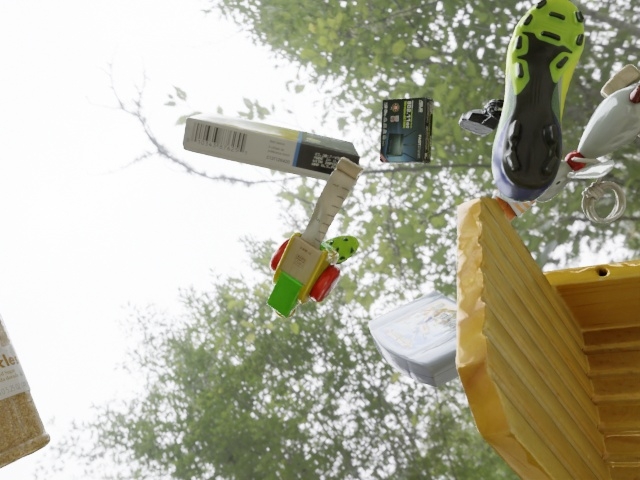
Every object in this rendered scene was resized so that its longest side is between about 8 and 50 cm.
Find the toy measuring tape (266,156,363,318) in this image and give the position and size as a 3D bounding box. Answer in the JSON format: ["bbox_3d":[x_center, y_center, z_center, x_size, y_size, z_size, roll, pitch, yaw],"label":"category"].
[{"bbox_3d":[0.000,0.000,0.983,0.122,0.121,0.330,2,-51,-35],"label":"toy measuring tape"}]

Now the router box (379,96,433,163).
[{"bbox_3d":[0.162,-0.205,1.132,0.038,0.092,0.122,-5,-83,-57],"label":"router box"}]

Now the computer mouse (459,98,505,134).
[{"bbox_3d":[0.318,-0.243,1.144,0.071,0.242,0.041,20,-89,0],"label":"computer mouse"}]

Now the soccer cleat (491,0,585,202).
[{"bbox_3d":[0.280,-0.186,0.799,0.121,0.094,0.289,79,-156,-74],"label":"soccer cleat"}]

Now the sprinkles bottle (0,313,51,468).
[{"bbox_3d":[-0.537,0.174,0.925,0.121,0.121,0.355,-22,-95,-22],"label":"sprinkles bottle"}]

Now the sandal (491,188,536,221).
[{"bbox_3d":[0.600,-0.157,1.750,0.102,0.076,0.265,34,-81,-18],"label":"sandal"}]

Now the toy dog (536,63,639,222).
[{"bbox_3d":[0.574,-0.211,1.239,0.161,0.220,0.333,9,-69,-61],"label":"toy dog"}]

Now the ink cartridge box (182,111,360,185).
[{"bbox_3d":[-0.084,-0.187,1.156,0.304,0.307,0.072,10,-73,-4],"label":"ink cartridge box"}]

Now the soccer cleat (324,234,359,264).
[{"bbox_3d":[0.000,0.037,1.306,0.179,0.072,0.060,-28,-83,3],"label":"soccer cleat"}]

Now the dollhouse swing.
[{"bbox_3d":[0.323,0.113,0.586,0.315,0.346,0.304,-10,-52,22],"label":"dollhouse swing"}]

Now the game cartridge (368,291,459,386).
[{"bbox_3d":[0.219,0.193,1.224,0.198,0.297,0.062,-20,-75,-14],"label":"game cartridge"}]
